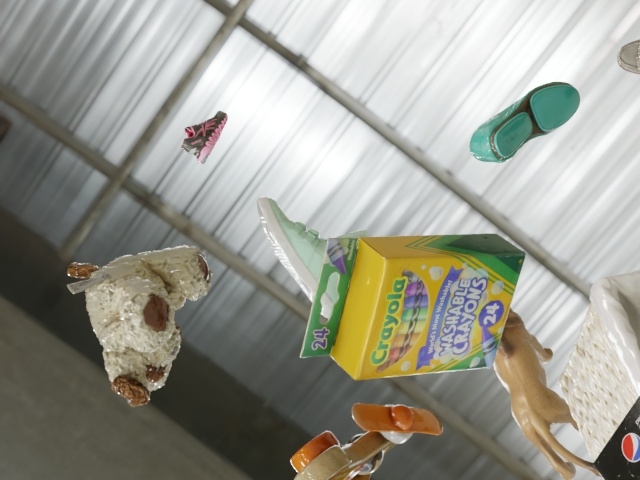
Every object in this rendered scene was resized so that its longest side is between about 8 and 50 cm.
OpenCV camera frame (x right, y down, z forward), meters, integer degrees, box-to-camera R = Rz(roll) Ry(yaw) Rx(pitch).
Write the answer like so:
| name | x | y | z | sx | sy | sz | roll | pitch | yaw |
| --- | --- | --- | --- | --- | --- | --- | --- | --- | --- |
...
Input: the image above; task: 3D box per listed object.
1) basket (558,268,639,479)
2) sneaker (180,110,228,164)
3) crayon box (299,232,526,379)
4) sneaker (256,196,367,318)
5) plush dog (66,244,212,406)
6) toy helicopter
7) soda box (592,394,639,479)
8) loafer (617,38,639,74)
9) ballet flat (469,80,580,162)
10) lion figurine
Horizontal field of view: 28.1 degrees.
| name | x | y | z | sx | sy | sz | roll | pitch | yaw |
| --- | --- | --- | --- | --- | --- | --- | --- | --- | --- |
| basket | 0.559 | 0.228 | 1.806 | 0.328 | 0.266 | 0.331 | -9 | -129 | -16 |
| sneaker | -0.188 | -0.176 | 2.058 | 0.057 | 0.047 | 0.119 | 26 | -137 | -2 |
| crayon box | 0.143 | 0.099 | 1.933 | 0.323 | 0.203 | 0.083 | -1 | -155 | -32 |
| sneaker | 0.000 | 0.001 | 2.312 | 0.256 | 0.151 | 0.094 | 54 | 168 | 13 |
| plush dog | -0.297 | 0.144 | 2.047 | 0.210 | 0.225 | 0.262 | 2 | -158 | 15 |
| toy helicopter | 0.052 | 0.324 | 1.905 | 0.140 | 0.235 | 0.355 | 53 | -172 | 13 |
| soda box | 0.338 | 0.180 | 1.250 | 0.053 | 0.169 | 0.060 | 2 | -142 | -34 |
| loafer | 0.385 | -0.202 | 1.384 | 0.125 | 0.045 | 0.039 | 4 | 179 | 14 |
| ballet flat | 0.332 | -0.201 | 2.134 | 0.247 | 0.087 | 0.083 | -34 | -69 | -35 |
| lion figurine | 0.356 | 0.244 | 2.257 | 0.240 | 0.142 | 0.392 | 40 | -170 | -42 |
